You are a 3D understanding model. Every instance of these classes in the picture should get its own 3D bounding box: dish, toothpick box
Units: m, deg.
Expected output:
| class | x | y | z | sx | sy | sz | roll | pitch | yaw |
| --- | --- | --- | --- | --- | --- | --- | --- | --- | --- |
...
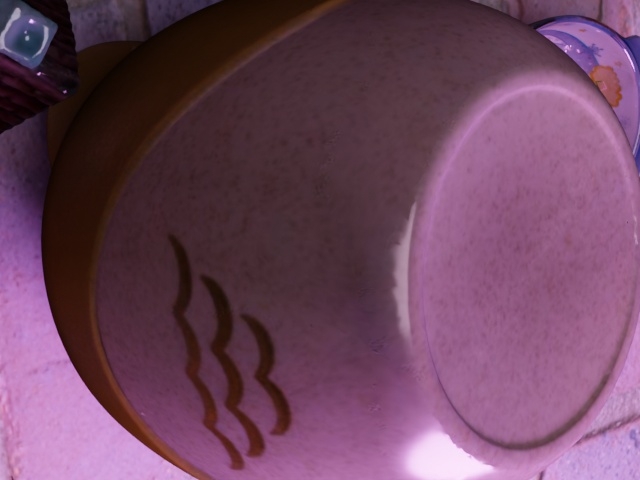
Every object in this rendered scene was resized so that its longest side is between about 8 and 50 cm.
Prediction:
| class | x | y | z | sx | sy | sz | roll | pitch | yaw |
| --- | --- | --- | --- | --- | --- | --- | --- | --- | --- |
| dish | 0.206 | -0.105 | 1.572 | 0.236 | 0.086 | 0.228 | -16 | 111 | -28 |
| toothpick box | 0.000 | 0.000 | 1.274 | 0.409 | 0.425 | 0.409 | -7 | 99 | -47 |

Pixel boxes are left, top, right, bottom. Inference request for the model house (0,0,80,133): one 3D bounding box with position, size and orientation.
| class | x | y | z | sx | sy | sz | roll | pitch | yaw |
| --- | --- | --- | --- | --- | --- | --- | --- | --- | --- |
| model house | -0.305 | -0.209 | 1.136 | 0.280 | 0.249 | 0.230 | 25 | 87 | -33 |
